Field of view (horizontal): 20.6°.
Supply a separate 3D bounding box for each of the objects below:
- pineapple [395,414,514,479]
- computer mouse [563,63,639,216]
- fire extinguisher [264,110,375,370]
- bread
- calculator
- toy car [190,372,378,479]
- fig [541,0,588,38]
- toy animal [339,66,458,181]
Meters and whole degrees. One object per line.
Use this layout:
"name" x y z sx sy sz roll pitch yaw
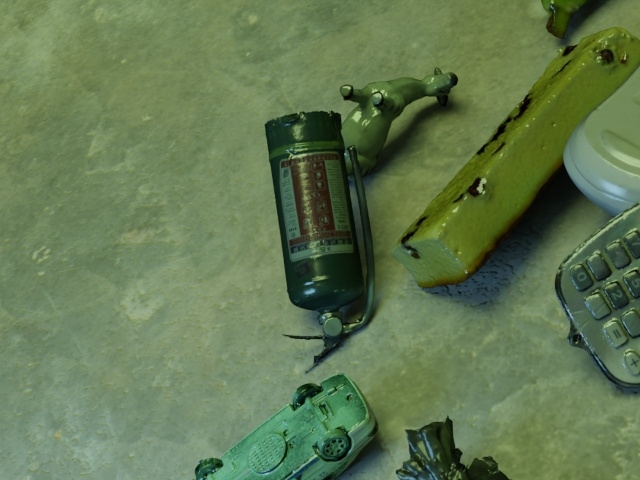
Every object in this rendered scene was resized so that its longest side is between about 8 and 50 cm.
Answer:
"pineapple" 0.146 0.277 1.704 0.128 0.128 0.248 -28 38 4
"computer mouse" 0.401 -0.116 1.930 0.184 0.121 0.297 29 57 31
"fire extinguisher" 0.000 0.000 2.029 0.118 0.093 0.294 -8 79 -2
"bread" 0.231 -0.099 2.005 0.361 0.077 0.138 -49 9 -18
"calculator" 0.369 0.037 1.794 0.268 0.040 0.177 -29 80 3
"toy car" -0.038 0.238 1.880 0.224 0.076 0.090 -37 43 5
"fig" 0.341 -0.437 2.190 0.233 0.233 0.314 19 56 41
"toy animal" 0.067 -0.138 2.157 0.073 0.176 0.217 43 106 24
